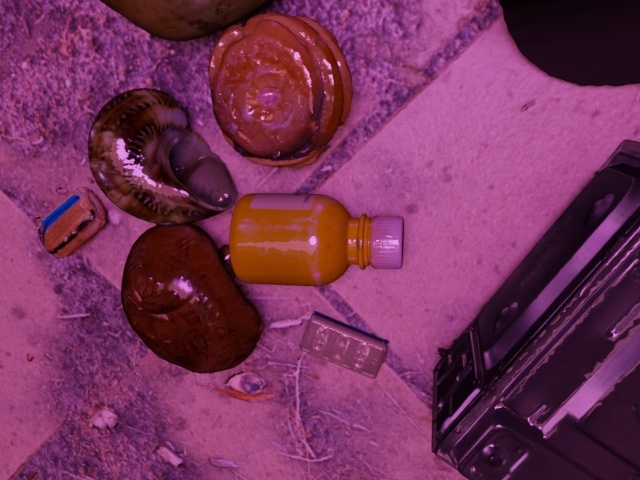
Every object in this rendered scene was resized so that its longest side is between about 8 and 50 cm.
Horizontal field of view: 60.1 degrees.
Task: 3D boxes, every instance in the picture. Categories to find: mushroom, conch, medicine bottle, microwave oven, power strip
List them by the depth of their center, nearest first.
[{"bbox_3d":[0.363,0.140,0.618,0.333,0.247,0.394,33,108,0],"label":"microwave oven"},{"bbox_3d":[0.000,0.000,0.719,0.213,0.122,0.121,2,105,10],"label":"medicine bottle"},{"bbox_3d":[-0.215,-0.108,0.733,0.124,0.187,0.181,-24,62,36],"label":"conch"},{"bbox_3d":[-0.192,0.093,0.772,0.194,0.138,0.231,-36,95,18],"label":"mushroom"},{"bbox_3d":[0.035,0.152,0.798,0.123,0.032,0.056,21,109,5],"label":"power strip"}]

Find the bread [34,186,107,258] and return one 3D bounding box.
[{"bbox_3d":[-0.369,-0.023,0.825,0.106,0.053,0.072,-36,72,15],"label":"bread"}]

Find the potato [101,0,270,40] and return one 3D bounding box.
[{"bbox_3d":[-0.121,-0.345,0.606,0.305,0.216,0.215,-20,100,8],"label":"potato"}]

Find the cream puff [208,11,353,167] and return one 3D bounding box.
[{"bbox_3d":[-0.042,-0.178,0.675,0.189,0.129,0.188,10,117,20],"label":"cream puff"}]

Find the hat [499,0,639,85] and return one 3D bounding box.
[{"bbox_3d":[0.378,-0.280,0.499,0.382,0.366,0.257,20,93,25],"label":"hat"}]
